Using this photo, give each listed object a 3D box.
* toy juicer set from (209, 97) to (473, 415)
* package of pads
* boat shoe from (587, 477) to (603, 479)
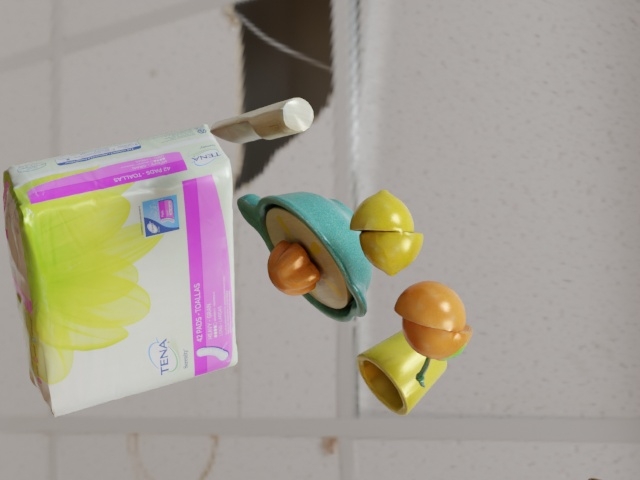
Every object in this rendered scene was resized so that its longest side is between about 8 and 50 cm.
[{"bbox_3d":[0.000,0.000,1.100,0.329,0.089,0.209,51,-21,7],"label":"toy juicer set"},{"bbox_3d":[-0.210,0.038,1.353,0.101,0.229,0.296,-125,-153,-47],"label":"package of pads"},{"bbox_3d":[0.237,0.225,0.842,0.170,0.063,0.059,31,-97,34],"label":"boat shoe"}]
